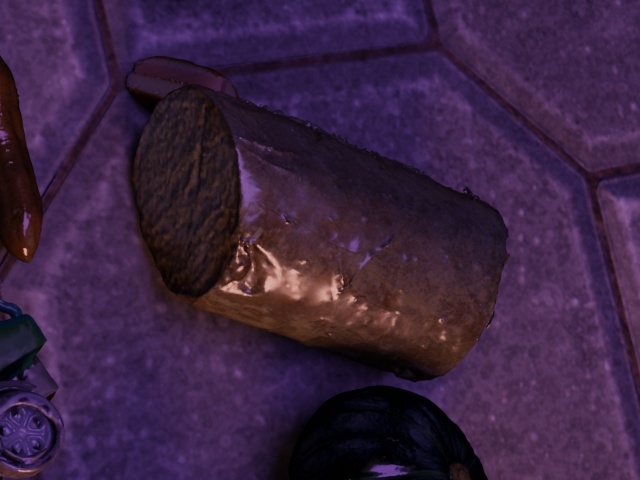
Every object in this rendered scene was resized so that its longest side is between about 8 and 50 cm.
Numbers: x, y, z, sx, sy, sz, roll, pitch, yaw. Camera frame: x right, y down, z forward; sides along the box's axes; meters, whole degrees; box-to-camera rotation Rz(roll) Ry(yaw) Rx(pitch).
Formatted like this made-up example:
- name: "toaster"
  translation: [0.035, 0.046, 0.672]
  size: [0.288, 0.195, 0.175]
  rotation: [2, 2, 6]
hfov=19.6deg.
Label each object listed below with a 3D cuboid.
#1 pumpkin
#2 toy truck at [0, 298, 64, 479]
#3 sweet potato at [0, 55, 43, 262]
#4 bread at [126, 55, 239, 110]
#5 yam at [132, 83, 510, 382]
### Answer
- name: "pumpkin"
  translation: [0.062, 0.207, 1.474]
  size: [0.194, 0.150, 0.194]
  rotation: [6, 81, -42]
- name: "toy truck"
  translation: [-0.329, 0.151, 1.230]
  size: [0.363, 0.176, 0.178]
  rotation: [-38, 92, -33]
- name: "sweet potato"
  translation: [-0.243, -0.070, 1.392]
  size: [0.053, 0.054, 0.182]
  rotation: [-9, 81, -68]
- name: "bread"
  translation: [-0.098, -0.114, 1.492]
  size: [0.109, 0.062, 0.043]
  rotation: [31, 66, -21]
- name: "yam"
  translation: [0.000, 0.000, 1.472]
  size: [0.304, 0.168, 0.168]
  rotation: [20, 70, -29]
